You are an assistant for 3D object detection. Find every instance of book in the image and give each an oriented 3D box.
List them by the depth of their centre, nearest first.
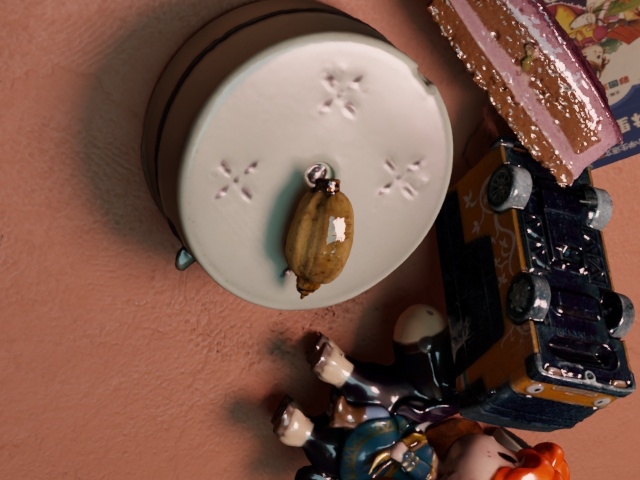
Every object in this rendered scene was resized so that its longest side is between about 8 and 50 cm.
[{"bbox_3d":[0.332,-0.207,1.896,0.228,0.018,0.322,-19,135,11],"label":"book"}]

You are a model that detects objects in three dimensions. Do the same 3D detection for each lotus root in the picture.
[{"bbox_3d":[0.000,0.000,1.725,0.072,0.063,0.152,20,112,10],"label":"lotus root"}]

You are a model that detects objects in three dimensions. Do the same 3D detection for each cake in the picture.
[{"bbox_3d":[0.239,-0.210,1.820,0.116,0.113,0.295,-30,119,18],"label":"cake"}]

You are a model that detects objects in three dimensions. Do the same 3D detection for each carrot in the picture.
[{"bbox_3d":[0.142,0.281,2.100,0.161,0.055,0.055,-16,117,-10],"label":"carrot"}]

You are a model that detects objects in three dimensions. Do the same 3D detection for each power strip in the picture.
[{"bbox_3d":[-0.037,-0.094,1.799,0.357,0.161,0.357,-9,116,-19],"label":"power strip"}]

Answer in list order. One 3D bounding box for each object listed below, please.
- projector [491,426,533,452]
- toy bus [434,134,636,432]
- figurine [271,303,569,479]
[{"bbox_3d":[0.188,0.417,2.145,0.108,0.108,0.337,34,95,-31],"label":"projector"},{"bbox_3d":[0.252,0.060,1.888,0.162,0.323,0.194,13,145,-28],"label":"toy bus"},{"bbox_3d":[0.131,0.276,1.967,0.306,0.241,0.412,-32,91,-15],"label":"figurine"}]
